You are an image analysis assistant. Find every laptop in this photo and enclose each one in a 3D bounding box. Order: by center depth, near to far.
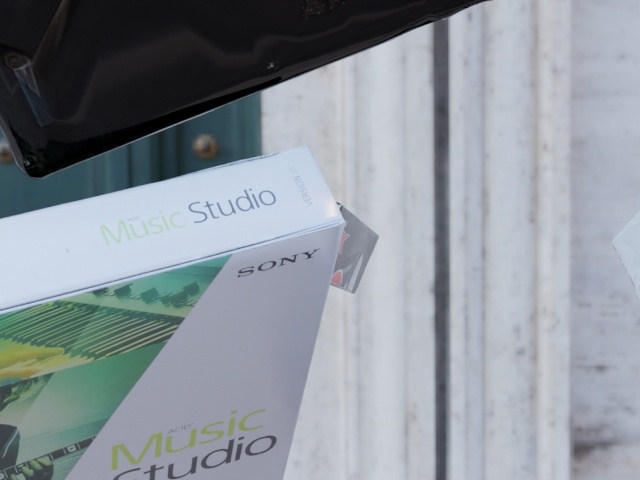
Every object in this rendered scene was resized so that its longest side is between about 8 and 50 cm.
[{"bbox_3d":[-0.035,-0.301,0.727,0.408,0.381,0.236,-22,20,-1],"label":"laptop"}]

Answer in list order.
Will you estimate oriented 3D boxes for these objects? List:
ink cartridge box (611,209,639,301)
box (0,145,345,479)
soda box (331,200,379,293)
[{"bbox_3d":[0.264,0.013,0.694,0.176,0.127,0.128,-2,-35,-28],"label":"ink cartridge box"},{"bbox_3d":[-0.121,0.090,0.768,0.232,0.058,0.322,-15,-33,-18],"label":"box"},{"bbox_3d":[0.000,0.000,1.141,0.053,0.060,0.169,23,-2,15],"label":"soda box"}]
